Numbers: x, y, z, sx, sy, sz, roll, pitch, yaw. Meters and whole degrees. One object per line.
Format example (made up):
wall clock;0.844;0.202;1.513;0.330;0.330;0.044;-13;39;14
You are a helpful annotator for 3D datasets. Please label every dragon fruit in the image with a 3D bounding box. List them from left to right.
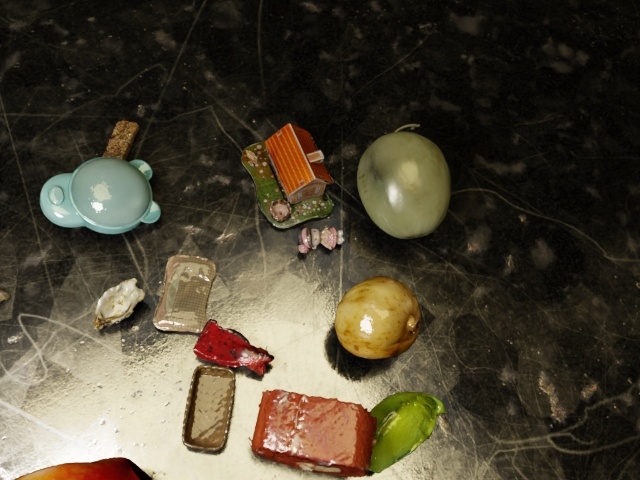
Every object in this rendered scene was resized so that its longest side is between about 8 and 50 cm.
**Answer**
dragon fruit;-0.199;0.247;1.401;0.192;0.122;0.092;22;26;4

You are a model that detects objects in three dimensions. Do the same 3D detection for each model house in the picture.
model house;-0.090;-0.205;1.611;0.207;0.154;0.294;-18;68;-17

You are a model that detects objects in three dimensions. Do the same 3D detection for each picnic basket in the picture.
picnic basket;-0.260;0.392;1.344;0.110;0.055;0.193;8;63;-2

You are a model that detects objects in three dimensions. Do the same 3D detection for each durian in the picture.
durian;0.184;0.438;1.359;0.250;0.101;0.139;-40;110;-23

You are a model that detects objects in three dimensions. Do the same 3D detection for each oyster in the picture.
oyster;-0.504;0.165;1.428;0.148;0.051;0.103;-35;55;-22

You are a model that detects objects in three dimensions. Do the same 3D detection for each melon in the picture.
melon;0.230;-0.157;1.574;0.271;0.272;0.308;-24;61;-18

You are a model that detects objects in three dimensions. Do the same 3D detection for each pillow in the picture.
pillow;-0.347;0.134;1.475;0.135;0.034;0.211;5;61;-3

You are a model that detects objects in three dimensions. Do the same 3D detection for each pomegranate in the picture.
pomegranate;0.149;0.196;1.403;0.215;0.215;0.215;3;63;-6

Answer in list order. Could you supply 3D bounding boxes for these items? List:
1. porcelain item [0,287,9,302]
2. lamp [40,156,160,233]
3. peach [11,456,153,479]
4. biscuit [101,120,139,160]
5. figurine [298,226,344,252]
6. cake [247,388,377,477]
porcelain item;-0.842;0.195;1.368;0.084;0.054;0.213;35;64;8
lamp;-0.579;-0.116;1.505;0.284;0.147;0.209;-12;72;-11
peach;-0.426;0.581;1.072;0.310;0.335;0.406;-36;67;-21
biscuit;-0.578;-0.258;1.639;0.064;0.034;0.199;11;62;-1
figurine;0.000;0.000;1.580;0.129;0.054;0.072;-1;78;-16
cake;-0.016;0.431;1.275;0.283;0.177;0.151;5;65;10
